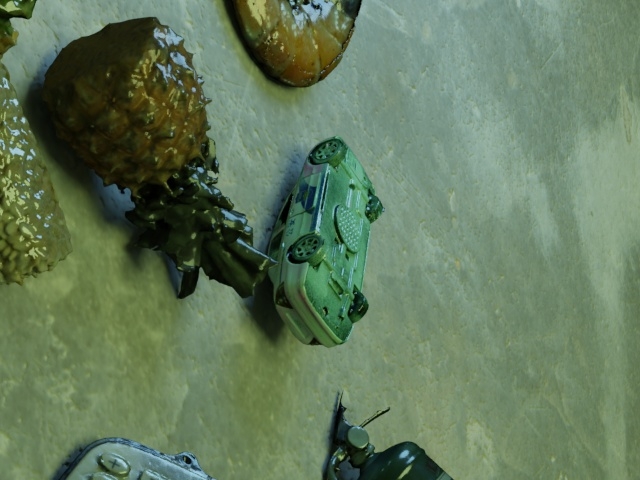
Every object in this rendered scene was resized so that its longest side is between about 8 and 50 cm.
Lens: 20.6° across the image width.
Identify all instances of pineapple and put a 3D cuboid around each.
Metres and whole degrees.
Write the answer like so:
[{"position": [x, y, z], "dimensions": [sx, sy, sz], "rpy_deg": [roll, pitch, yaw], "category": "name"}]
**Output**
[{"position": [-0.121, -0.056, 1.414], "dimensions": [0.248, 0.128, 0.128], "rpy_deg": [63, 33, -32], "category": "pineapple"}]

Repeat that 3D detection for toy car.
[{"position": [0.000, 0.000, 1.635], "dimensions": [0.090, 0.076, 0.224], "rpy_deg": [54, 30, -33], "category": "toy car"}]

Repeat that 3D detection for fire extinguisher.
[{"position": [0.104, 0.264, 1.639], "dimensions": [0.294, 0.093, 0.118], "rpy_deg": [43, 54, 7], "category": "fire extinguisher"}]

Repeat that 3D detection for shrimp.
[{"position": [-0.018, -0.294, 1.723], "dimensions": [0.222, 0.054, 0.290], "rpy_deg": [56, 45, -33], "category": "shrimp"}]

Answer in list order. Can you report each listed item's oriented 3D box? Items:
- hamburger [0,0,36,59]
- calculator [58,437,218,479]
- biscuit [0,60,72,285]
[{"position": [-0.297, -0.195, 1.146], "dimensions": [0.208, 0.155, 0.135], "rpy_deg": [30, 50, -43], "category": "hamburger"}, {"position": [-0.134, 0.252, 1.271], "dimensions": [0.177, 0.040, 0.268], "rpy_deg": [28, 45, -5], "category": "calculator"}, {"position": [-0.238, -0.048, 1.263], "dimensions": [0.082, 0.070, 0.168], "rpy_deg": [-25, 99, -68], "category": "biscuit"}]
